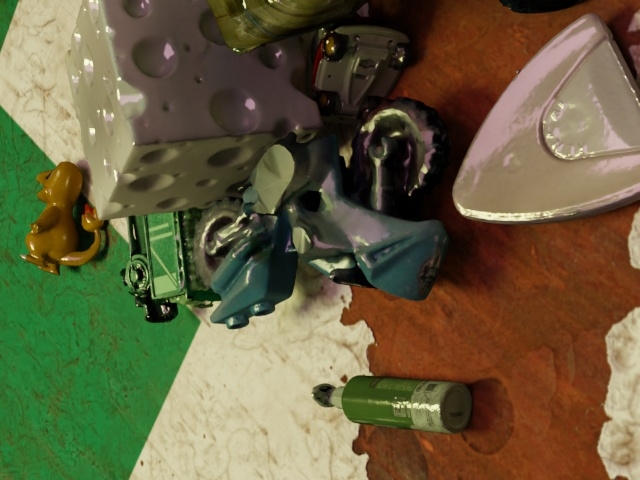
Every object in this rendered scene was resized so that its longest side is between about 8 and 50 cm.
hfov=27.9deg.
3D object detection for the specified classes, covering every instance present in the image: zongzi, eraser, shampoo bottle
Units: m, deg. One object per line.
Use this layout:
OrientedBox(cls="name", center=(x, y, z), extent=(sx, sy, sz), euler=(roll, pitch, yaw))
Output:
OrientedBox(cls="zongzi", center=(0.031, -0.318, 1.435), extent=(0.274, 0.251, 0.125), euler=(-13, 108, 57))
OrientedBox(cls="eraser", center=(0.246, -0.097, 1.388), extent=(0.243, 0.059, 0.204), euler=(-34, 66, 34))
OrientedBox(cls="shampoo bottle", center=(0.080, 0.192, 1.533), extent=(0.204, 0.065, 0.065), euler=(-1, 88, 44))

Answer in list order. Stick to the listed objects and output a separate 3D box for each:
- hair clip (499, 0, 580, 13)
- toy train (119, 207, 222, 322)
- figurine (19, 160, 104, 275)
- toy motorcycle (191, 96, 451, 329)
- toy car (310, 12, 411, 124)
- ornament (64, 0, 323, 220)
OrientedBox(cls="hair clip", center=(0.194, -0.361, 1.368), extent=(0.310, 0.194, 0.206), euler=(-11, 75, 44))
OrientedBox(cls="toy train", center=(-0.210, -0.023, 1.794), extent=(0.154, 0.115, 0.269), euler=(-13, 79, 34))
OrientedBox(cls="figurine", center=(-0.388, -0.038, 1.988), extent=(0.122, 0.121, 0.176), euler=(-2, 76, 16))
OrientedBox(cls="toy motorcycle", center=(0.000, 0.000, 1.543), extent=(0.416, 0.172, 0.232), euler=(-27, 69, 35))
OrientedBox(cls="toy car", center=(0.032, -0.221, 1.578), extent=(0.112, 0.112, 0.139), euler=(59, 137, 46))
OrientedBox(cls="ornament", center=(-0.167, -0.188, 1.613), extent=(0.240, 0.239, 0.239), euler=(132, 127, -63))
